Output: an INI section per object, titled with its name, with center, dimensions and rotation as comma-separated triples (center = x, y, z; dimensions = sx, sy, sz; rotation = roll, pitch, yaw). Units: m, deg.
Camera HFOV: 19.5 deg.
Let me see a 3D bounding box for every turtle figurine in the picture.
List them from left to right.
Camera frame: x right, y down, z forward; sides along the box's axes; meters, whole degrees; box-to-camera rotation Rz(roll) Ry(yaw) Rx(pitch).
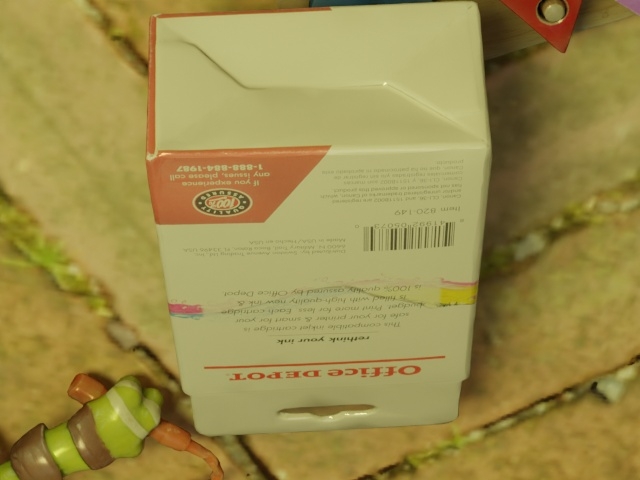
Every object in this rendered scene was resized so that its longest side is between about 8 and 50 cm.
[turtle figurine]
center = -0.193, 0.101, 0.766
dimensions = 0.269, 0.087, 0.217
rotation = -21, 123, 11

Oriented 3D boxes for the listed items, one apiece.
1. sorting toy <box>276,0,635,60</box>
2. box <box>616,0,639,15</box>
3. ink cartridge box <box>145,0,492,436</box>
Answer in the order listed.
[sorting toy]
center = 0.050, -0.115, 0.657
dimensions = 0.274, 0.046, 0.132
rotation = -16, 124, 8
[box]
center = 0.230, -0.141, 0.515
dimensions = 0.201, 0.057, 0.293
rotation = 30, 126, -9
[ink cartridge box]
center = 0.000, 0.000, 0.698
dimensions = 0.115, 0.067, 0.198
rotation = -2, 146, -1
